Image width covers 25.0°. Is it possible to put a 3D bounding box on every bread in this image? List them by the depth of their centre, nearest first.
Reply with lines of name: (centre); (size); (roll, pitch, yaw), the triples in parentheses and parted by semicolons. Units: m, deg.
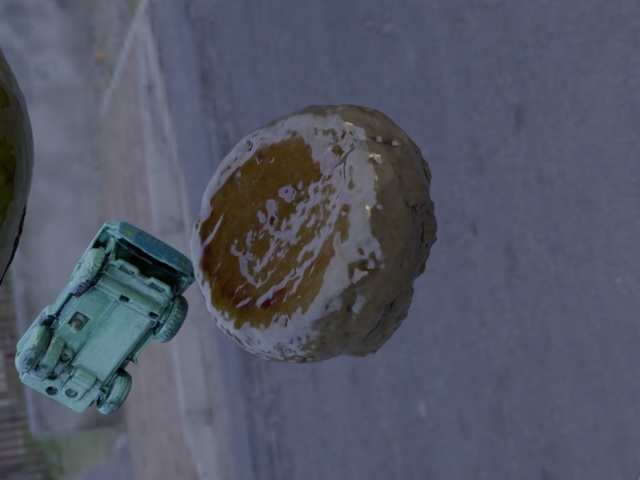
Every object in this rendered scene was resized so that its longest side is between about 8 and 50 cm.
bread: (0.000, 0.000, 1.208); (0.230, 0.123, 0.230); (-18, 61, 35)

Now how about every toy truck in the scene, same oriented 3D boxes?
toy truck: (-0.289, 0.103, 1.918); (0.279, 0.155, 0.156); (-51, 19, 27)

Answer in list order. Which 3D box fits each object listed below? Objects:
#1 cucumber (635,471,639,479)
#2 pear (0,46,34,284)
cucumber: (0.523, 0.378, 1.897); (0.244, 0.134, 0.134); (46, -176, -26)
pear: (-0.409, -0.071, 1.149); (0.352, 0.352, 0.413); (-159, 58, -75)
